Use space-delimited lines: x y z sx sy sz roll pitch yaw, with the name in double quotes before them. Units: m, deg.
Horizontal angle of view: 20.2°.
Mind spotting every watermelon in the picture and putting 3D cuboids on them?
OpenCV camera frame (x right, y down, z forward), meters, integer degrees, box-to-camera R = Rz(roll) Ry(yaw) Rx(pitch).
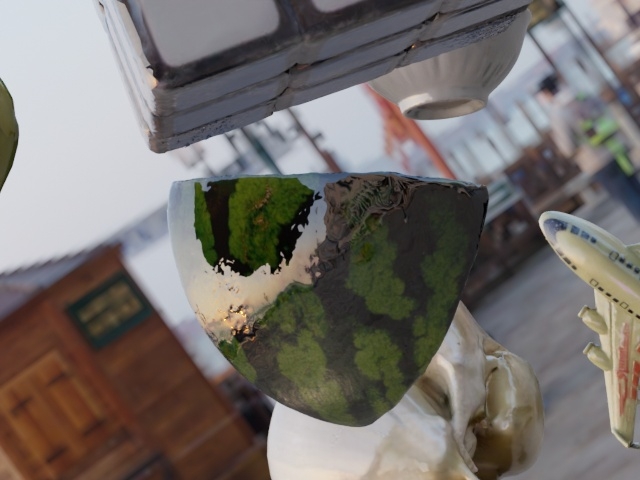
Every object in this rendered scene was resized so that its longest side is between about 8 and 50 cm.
"watermelon" 0.000 0.000 0.770 0.125 0.135 0.094 -66 -9 30

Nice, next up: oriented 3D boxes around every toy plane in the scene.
"toy plane" 0.285 0.053 1.505 0.229 0.244 0.092 -56 -20 16

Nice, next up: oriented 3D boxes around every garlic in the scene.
"garlic" 0.057 0.164 1.182 0.185 0.281 0.203 7 -3 -17

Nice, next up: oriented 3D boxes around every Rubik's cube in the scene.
"Rubik's cube" -0.027 -0.258 1.215 0.301 0.303 0.305 -21 -1 -7

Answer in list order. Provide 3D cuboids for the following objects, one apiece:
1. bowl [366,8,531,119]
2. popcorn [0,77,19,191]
"bowl" 0.113 -0.165 1.725 0.189 0.086 0.189 -6 -10 -1
"popcorn" -0.226 -0.046 0.634 0.224 0.270 0.258 -32 16 -11
